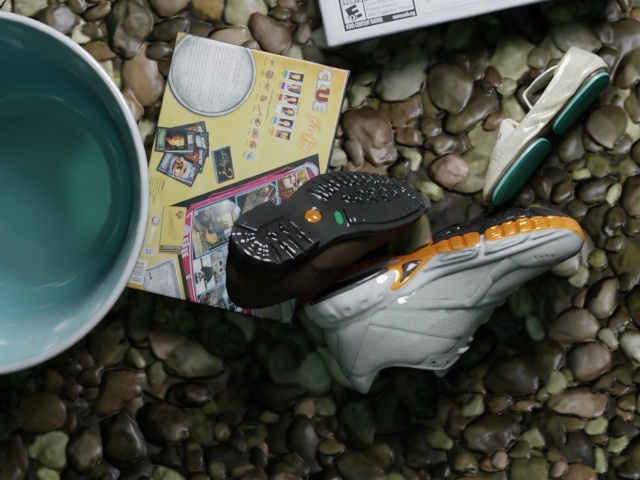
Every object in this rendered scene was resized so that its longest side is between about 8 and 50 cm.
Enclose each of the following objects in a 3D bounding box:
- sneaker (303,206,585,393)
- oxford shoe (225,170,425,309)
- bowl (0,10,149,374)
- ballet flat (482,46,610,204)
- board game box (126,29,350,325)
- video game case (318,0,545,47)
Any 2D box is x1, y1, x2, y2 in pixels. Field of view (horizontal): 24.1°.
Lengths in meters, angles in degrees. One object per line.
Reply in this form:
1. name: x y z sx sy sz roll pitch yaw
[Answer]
1. sneaker: 0.124 0.056 1.383 0.262 0.099 0.121 -20 102 12
2. oxford shoe: 0.000 0.000 1.350 0.083 0.227 0.096 45 137 29
3. bowl: -0.280 -0.043 1.337 0.312 0.163 0.311 0 93 11
4. ballet flat: 0.197 -0.107 1.383 0.168 0.057 0.052 -48 64 2
5. board game box: -0.078 -0.058 1.397 0.165 0.042 0.243 14 96 1
6. video game case: 0.112 -0.321 1.353 0.270 0.061 0.244 -12 96 3
